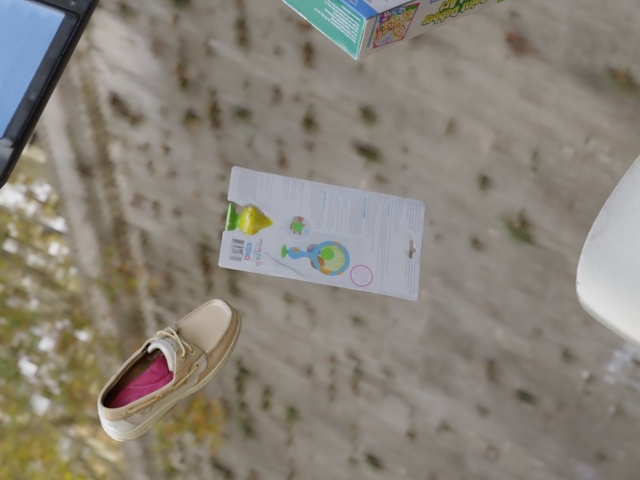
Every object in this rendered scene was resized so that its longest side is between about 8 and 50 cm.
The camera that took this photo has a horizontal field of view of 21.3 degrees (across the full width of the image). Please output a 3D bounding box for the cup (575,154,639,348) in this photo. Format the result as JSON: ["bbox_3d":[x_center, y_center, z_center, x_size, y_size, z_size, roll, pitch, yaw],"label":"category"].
[{"bbox_3d":[0.434,0.020,1.541,0.331,0.237,0.331,-30,-32,-22],"label":"cup"}]

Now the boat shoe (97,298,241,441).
[{"bbox_3d":[-0.141,0.114,1.589,0.170,0.063,0.059,-47,-28,-17],"label":"boat shoe"}]

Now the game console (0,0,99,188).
[{"bbox_3d":[-0.420,-0.238,1.863,0.173,0.250,0.293,72,-140,-70],"label":"game console"}]

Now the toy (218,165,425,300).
[{"bbox_3d":[0.000,0.000,2.015,0.056,0.237,0.137,119,160,-59],"label":"toy"}]

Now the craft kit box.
[{"bbox_3d":[0.046,-0.297,1.668,0.247,0.250,0.061,-27,-34,-33],"label":"craft kit box"}]
